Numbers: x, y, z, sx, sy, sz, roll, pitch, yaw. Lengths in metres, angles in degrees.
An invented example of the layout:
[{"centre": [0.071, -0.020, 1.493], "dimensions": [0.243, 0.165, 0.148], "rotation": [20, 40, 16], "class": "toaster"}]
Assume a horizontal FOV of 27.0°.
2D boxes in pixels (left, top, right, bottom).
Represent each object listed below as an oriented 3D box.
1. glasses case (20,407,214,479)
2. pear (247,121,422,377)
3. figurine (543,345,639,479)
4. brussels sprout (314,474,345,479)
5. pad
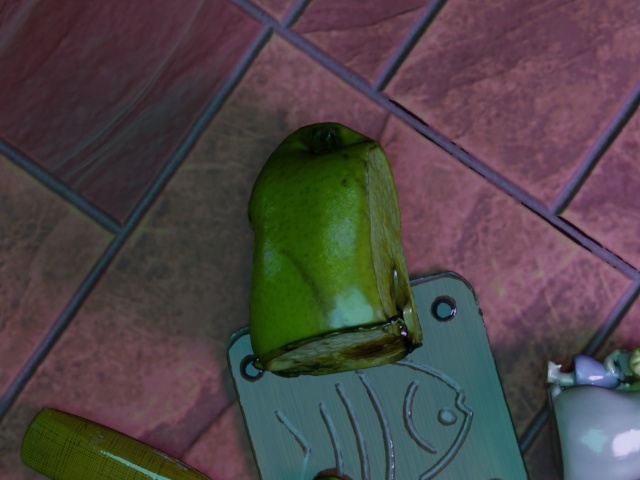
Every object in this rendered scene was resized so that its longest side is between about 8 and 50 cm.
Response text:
[{"centre": [-0.212, 0.252, 1.447], "dimensions": [0.234, 0.064, 0.079], "rotation": [24, 92, 4], "class": "glasses case"}, {"centre": [0.000, 0.000, 1.345], "dimensions": [0.164, 0.238, 0.255], "rotation": [-10, 79, 11], "class": "pear"}, {"centre": [0.358, 0.183, 1.383], "dimensions": [0.235, 0.127, 0.155], "rotation": [-8, 67, 2], "class": "figurine"}, {"centre": [0.024, 0.288, 1.423], "dimensions": [0.051, 0.046, 0.083], "rotation": [-22, 87, -4], "class": "brussels sprout"}, {"centre": [0.064, 0.200, 1.455], "dimensions": [0.284, 0.018, 0.286], "rotation": [-16, 88, 3], "class": "pad"}]
